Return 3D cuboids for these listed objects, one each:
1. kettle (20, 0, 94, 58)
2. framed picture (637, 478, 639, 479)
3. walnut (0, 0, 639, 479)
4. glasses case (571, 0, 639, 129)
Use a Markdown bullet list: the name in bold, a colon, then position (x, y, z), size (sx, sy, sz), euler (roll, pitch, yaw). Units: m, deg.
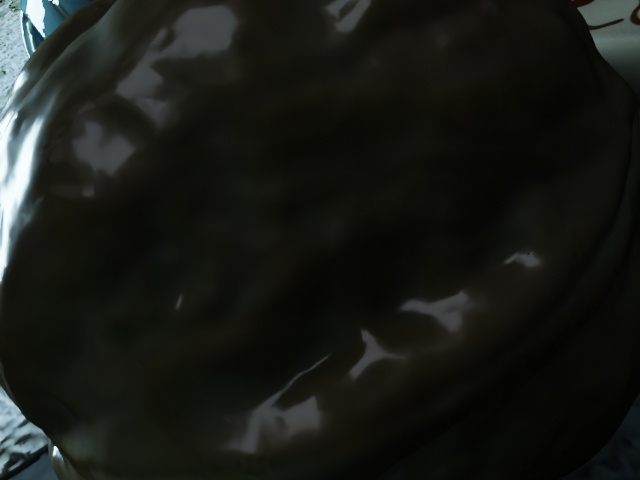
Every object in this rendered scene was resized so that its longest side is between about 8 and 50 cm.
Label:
- **kettle**: position (-0.052, -0.204, 1.087), size (0.342, 0.247, 0.319), euler (-38, -4, -4)
- **framed picture**: position (0.135, 0.153, 0.468), size (0.216, 0.016, 0.273), euler (-30, 27, -5)
- **walnut**: position (0.001, 0.003, 0.590), size (0.273, 0.273, 0.227), euler (-30, 4, -5)
- **glasses case**: position (0.184, -0.110, 0.823), size (0.336, 0.076, 0.144), euler (4, 40, 46)
